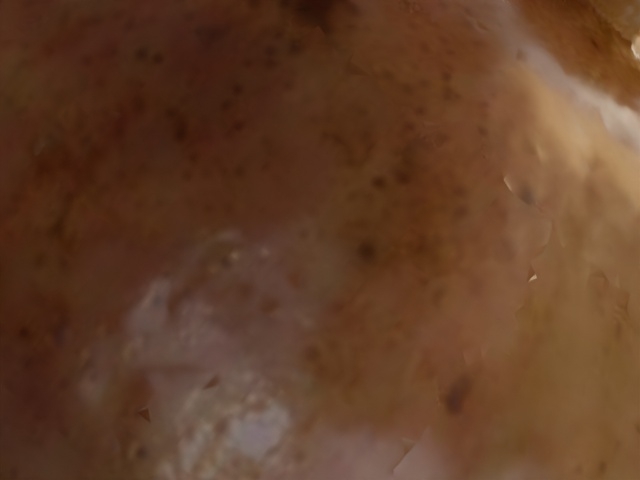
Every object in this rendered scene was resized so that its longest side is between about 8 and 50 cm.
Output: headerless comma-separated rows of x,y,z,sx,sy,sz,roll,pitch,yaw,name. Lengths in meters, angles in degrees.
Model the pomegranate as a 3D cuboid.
0.000,0.000,0.539,0.338,0.338,0.338,27,-127,-41,pomegranate
